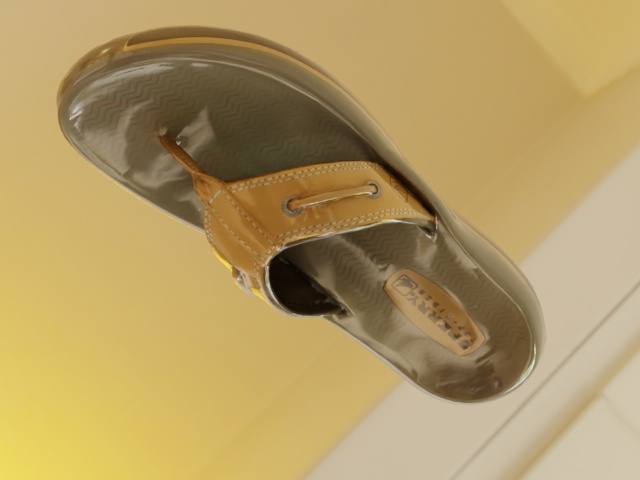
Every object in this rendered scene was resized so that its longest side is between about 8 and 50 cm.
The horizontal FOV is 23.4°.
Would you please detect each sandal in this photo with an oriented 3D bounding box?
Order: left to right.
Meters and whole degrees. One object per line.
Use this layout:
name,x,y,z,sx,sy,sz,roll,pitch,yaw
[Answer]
sandal,0.000,0.000,0.472,0.180,0.049,0.072,39,-59,-19
